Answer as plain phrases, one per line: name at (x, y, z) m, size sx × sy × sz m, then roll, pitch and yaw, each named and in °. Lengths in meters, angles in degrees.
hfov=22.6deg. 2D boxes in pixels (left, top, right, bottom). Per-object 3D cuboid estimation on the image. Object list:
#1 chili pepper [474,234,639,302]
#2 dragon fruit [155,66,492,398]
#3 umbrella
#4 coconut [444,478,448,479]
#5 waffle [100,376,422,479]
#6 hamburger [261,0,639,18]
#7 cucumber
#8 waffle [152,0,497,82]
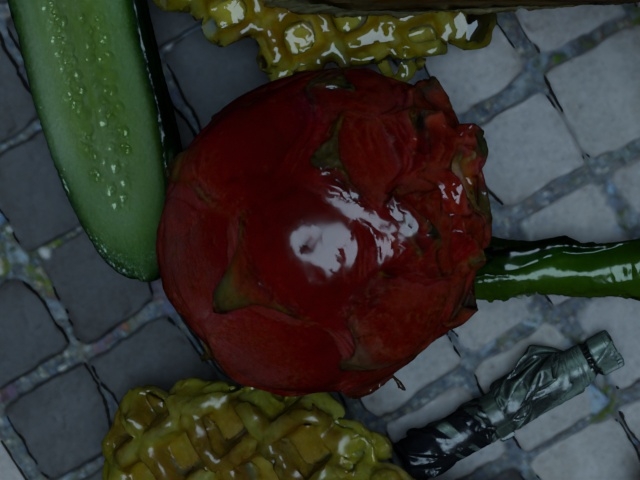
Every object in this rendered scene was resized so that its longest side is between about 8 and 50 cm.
chili pepper at (0.212, 0.032, 1.204) m, size 0.359 × 0.076 × 0.085 m, roll -6°, pitch 124°, yaw 8°
dragon fruit at (0.004, -0.007, 1.108) m, size 0.241 × 0.252 × 0.241 m, roll -15°, pitch 112°, yaw -41°
umbrella at (0.143, 0.124, 1.228) m, size 0.188 × 0.046 × 0.050 m, roll -29°, pitch 115°, yaw 3°
coconut at (0.121, 0.246, 1.198) m, size 0.122 × 0.116 × 0.116 m, roll 25°, pitch 97°, yaw 16°
waffle at (-0.038, 0.246, 1.184) m, size 0.325 × 0.068 × 0.302 m, roll 11°, pitch 104°, yaw 25°
hamburger at (0.119, -0.256, 1.068) m, size 0.330 × 0.162 × 0.209 m, roll 1°, pitch 92°, yaw -4°
cucumber at (-0.151, -0.091, 1.194) m, size 0.115 × 0.063 × 0.244 m, roll -6°, pitch 99°, yaw 30°
waffle at (0.023, -0.255, 1.174) m, size 0.329 × 0.062 × 0.329 m, roll 0°, pitch 95°, yaw -4°
